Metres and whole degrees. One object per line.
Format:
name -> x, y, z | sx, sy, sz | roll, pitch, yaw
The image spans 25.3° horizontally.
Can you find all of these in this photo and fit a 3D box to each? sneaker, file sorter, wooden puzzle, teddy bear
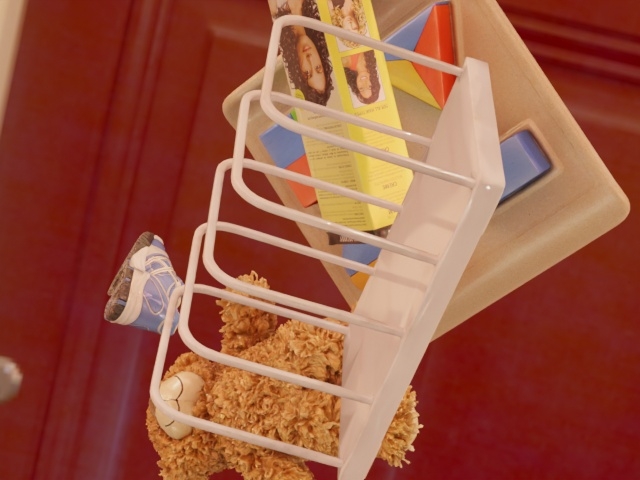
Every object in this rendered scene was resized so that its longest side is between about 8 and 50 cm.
sneaker -> -0.204, 0.057, 1.697 | 0.081, 0.080, 0.211 | 27, 21, -11
file sorter -> 0.000, 0.000, 1.057 | 0.173, 0.278, 0.193 | 18, 31, -9
wooden puzzle -> 0.096, -0.083, 1.486 | 0.348, 0.322, 0.080 | 55, 25, 0
teddy bear -> -0.048, 0.158, 1.441 | 0.338, 0.245, 0.113 | 5, 3, 32

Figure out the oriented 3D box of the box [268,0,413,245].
box -> 0.022, -0.113, 1.250 | 0.058, 0.232, 0.087 | -18, 7, -28
